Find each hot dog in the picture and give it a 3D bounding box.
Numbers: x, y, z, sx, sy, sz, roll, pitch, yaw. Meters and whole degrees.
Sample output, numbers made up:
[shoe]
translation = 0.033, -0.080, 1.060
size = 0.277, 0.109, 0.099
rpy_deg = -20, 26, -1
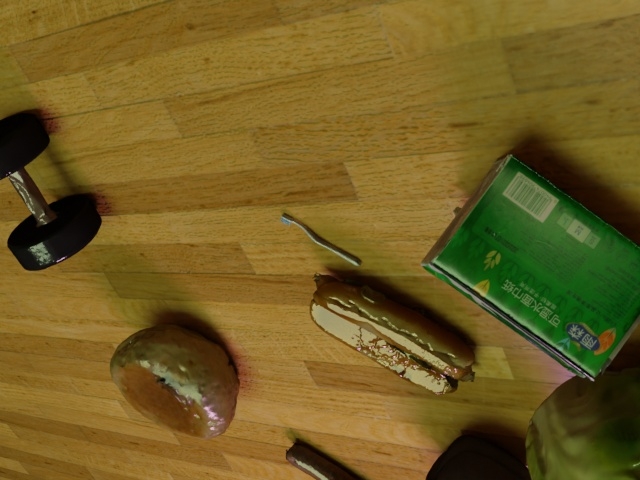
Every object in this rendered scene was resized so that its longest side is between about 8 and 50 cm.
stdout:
[hot dog]
translation = 0.098, 0.128, 1.137
size = 0.269, 0.072, 0.109
rpy_deg = 32, 138, 5

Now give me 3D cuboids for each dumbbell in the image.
[dumbbell]
translation = -0.466, -0.077, 1.291
size = 0.152, 0.152, 0.218
rpy_deg = -2, 127, 37

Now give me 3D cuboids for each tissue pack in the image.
[tissue pack]
translation = 0.237, 0.028, 0.892
size = 0.209, 0.148, 0.156
rpy_deg = 35, 180, 1

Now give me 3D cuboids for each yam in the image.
[yam]
translation = 0.049, 0.458, 1.507
size = 0.264, 0.046, 0.046
rpy_deg = 30, 140, 7

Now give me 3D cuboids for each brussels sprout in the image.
[brussels sprout]
translation = 0.378, 0.262, 0.917
size = 0.294, 0.259, 0.227
rpy_deg = 38, 131, 36

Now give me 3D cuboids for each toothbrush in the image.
[toothbrush]
translation = 0.000, 0.000, 1.131
size = 0.131, 0.011, 0.013
rpy_deg = 31, 127, 8

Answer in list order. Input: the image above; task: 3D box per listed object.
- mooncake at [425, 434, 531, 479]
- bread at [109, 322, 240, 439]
[mooncake]
translation = 0.208, 0.408, 1.204
size = 0.133, 0.245, 0.245
rpy_deg = 34, 140, 9
[bread]
translation = -0.254, 0.244, 1.460
size = 0.244, 0.134, 0.244
rpy_deg = 17, 135, 18
